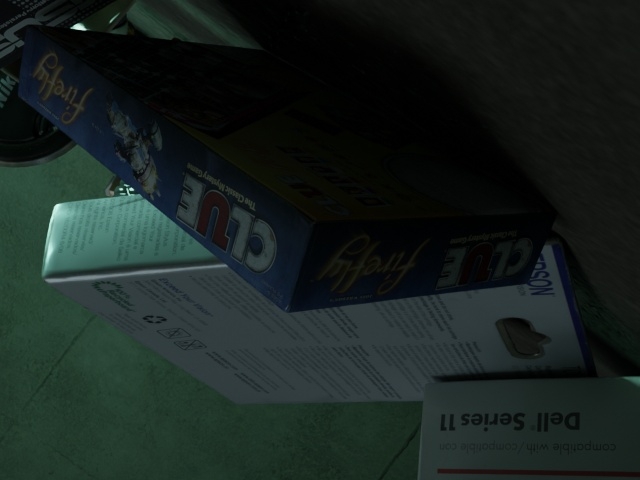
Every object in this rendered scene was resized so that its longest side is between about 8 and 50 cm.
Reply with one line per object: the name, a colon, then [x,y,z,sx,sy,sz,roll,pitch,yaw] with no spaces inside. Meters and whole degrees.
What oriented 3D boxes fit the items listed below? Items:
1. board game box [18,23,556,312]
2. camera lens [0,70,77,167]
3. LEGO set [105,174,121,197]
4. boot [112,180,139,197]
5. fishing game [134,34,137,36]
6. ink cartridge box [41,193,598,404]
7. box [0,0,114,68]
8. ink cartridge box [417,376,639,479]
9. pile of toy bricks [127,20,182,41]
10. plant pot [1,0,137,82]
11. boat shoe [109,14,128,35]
board game box: [-0.026,-0.047,0.502,0.165,0.042,0.243,-3,-151,-43]
camera lens: [-0.390,-0.223,1.265,0.219,0.219,0.274,37,-174,-20]
LEGO set: [-0.196,-0.135,1.333,0.107,0.132,0.287,31,-154,-16]
boot: [-0.024,0.022,0.954,0.338,0.118,0.223,14,159,29]
fishing game: [-0.208,-0.211,1.188,0.264,0.041,0.189,40,176,-43]
ink cartridge box: [0.026,0.049,0.719,0.330,0.071,0.324,-5,155,17]
box: [-0.252,-0.125,0.459,0.060,0.270,0.216,65,-172,20]
ink cartridge box: [0.210,0.192,0.780,0.207,0.119,0.353,-6,155,28]
pile of toy bricks: [-0.143,-0.145,0.936,0.212,0.118,0.105,28,-141,-30]
plant pot: [-0.191,-0.178,0.632,0.109,0.109,0.096,37,-169,-36]
boat shoe: [-0.218,-0.230,0.789,0.206,0.075,0.065,42,139,34]
